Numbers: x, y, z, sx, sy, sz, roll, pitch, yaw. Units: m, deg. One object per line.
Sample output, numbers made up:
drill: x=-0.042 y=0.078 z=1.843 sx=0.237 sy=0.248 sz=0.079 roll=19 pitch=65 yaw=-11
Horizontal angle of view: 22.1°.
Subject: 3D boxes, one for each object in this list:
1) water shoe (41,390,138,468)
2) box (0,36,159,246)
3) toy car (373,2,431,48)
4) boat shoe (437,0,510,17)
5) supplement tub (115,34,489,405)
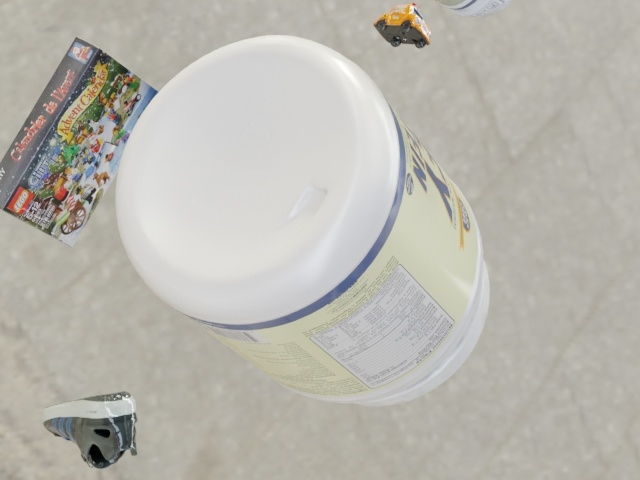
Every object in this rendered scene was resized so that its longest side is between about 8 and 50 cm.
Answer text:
water shoe: x=-0.263 y=0.219 z=1.846 sx=0.073 sy=0.203 sz=0.080 roll=-6 pitch=83 yaw=-25
box: x=-0.310 y=-0.121 z=2.068 sx=0.233 sy=0.044 sz=0.159 roll=-60 pitch=150 yaw=-2
toy car: x=0.058 y=-0.234 z=1.599 sx=0.122 sy=0.060 sz=0.040 roll=36 pitch=69 yaw=-27
boat shoe: x=0.123 y=-0.331 z=1.305 sx=0.094 sy=0.109 sz=0.302 roll=16 pitch=73 yaw=-42
supplement tub: x=0.000 y=0.000 z=1.369 sx=0.325 sy=0.235 sz=0.235 roll=43 pitch=44 yaw=-59
